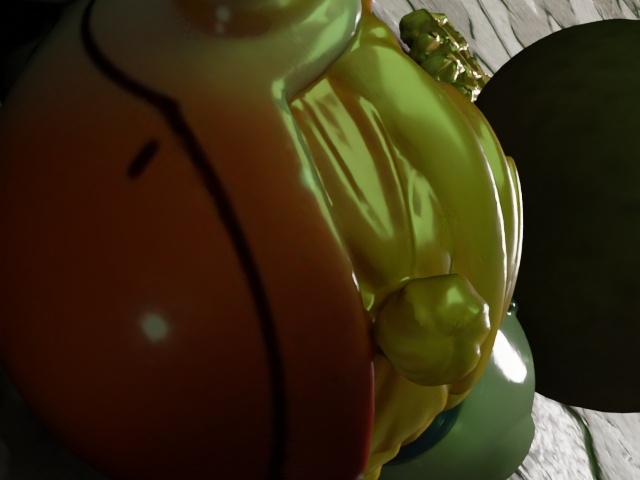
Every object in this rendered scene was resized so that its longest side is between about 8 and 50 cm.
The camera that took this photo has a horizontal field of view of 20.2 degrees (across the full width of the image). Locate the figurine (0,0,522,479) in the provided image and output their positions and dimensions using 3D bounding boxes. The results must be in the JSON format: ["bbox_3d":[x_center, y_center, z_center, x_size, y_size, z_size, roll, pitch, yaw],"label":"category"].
[{"bbox_3d":[-0.056,-0.029,0.679,0.323,0.196,0.320,48,-21,10],"label":"figurine"}]

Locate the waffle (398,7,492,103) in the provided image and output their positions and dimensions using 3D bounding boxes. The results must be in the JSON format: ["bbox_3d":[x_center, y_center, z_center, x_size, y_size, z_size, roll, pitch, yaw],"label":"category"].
[{"bbox_3d":[0.135,-0.105,1.438,0.194,0.051,0.149,37,24,-29],"label":"waffle"}]

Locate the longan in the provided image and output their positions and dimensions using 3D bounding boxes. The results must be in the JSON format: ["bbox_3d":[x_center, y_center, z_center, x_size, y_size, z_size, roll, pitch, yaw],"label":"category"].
[{"bbox_3d":[0.191,-0.014,1.148,0.258,0.258,0.258,46,22,-25],"label":"longan"}]

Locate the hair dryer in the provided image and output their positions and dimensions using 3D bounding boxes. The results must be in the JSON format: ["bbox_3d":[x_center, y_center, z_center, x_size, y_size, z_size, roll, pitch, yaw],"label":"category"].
[{"bbox_3d":[0.027,0.025,0.953,0.298,0.119,0.296,53,9,33],"label":"hair dryer"}]
